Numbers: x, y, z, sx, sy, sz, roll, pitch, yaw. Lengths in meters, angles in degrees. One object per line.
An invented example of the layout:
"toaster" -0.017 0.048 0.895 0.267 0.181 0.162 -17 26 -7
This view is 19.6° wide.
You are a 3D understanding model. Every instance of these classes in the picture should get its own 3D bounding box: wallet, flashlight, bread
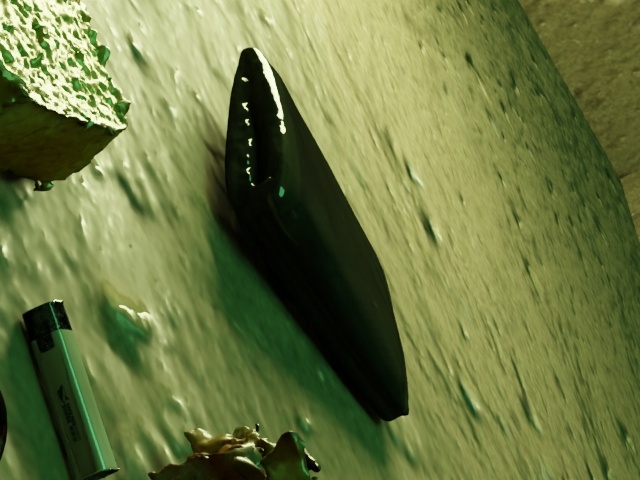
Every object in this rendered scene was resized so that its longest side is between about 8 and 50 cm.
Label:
"wallet" 0.000 0.000 1.276 0.168 0.052 0.245 -97 161 -49
"flashlight" -0.114 0.068 0.843 0.018 0.018 0.083 19 49 -68
"bread" -0.150 -0.083 0.883 0.103 0.065 0.187 63 13 13

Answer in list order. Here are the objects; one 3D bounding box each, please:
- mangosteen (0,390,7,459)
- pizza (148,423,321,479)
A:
"mangosteen" -0.147 0.066 0.635 0.081 0.081 0.081 57 18 -29
"pizza" -0.002 0.179 0.880 0.228 0.081 0.289 49 -13 22
